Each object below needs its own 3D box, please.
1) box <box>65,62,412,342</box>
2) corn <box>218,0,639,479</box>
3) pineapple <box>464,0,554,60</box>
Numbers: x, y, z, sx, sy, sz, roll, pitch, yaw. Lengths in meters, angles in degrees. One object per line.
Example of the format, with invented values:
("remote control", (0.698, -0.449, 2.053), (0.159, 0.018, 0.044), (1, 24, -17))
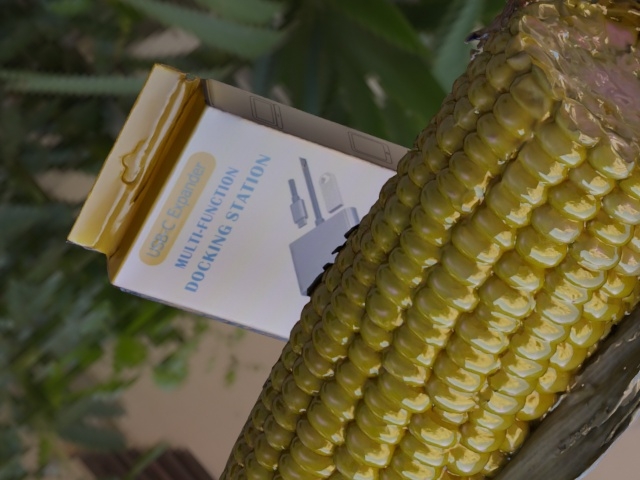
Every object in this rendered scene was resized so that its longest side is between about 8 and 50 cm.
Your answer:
("box", (0.000, 0.000, 1.014), (0.129, 0.247, 0.033), (-60, -156, 30))
("corn", (0.053, 0.043, 0.737), (0.305, 0.122, 0.123), (-59, -176, 28))
("pineapple", (0.135, -0.107, 0.941), (0.116, 0.069, 0.137), (13, -134, 12))
